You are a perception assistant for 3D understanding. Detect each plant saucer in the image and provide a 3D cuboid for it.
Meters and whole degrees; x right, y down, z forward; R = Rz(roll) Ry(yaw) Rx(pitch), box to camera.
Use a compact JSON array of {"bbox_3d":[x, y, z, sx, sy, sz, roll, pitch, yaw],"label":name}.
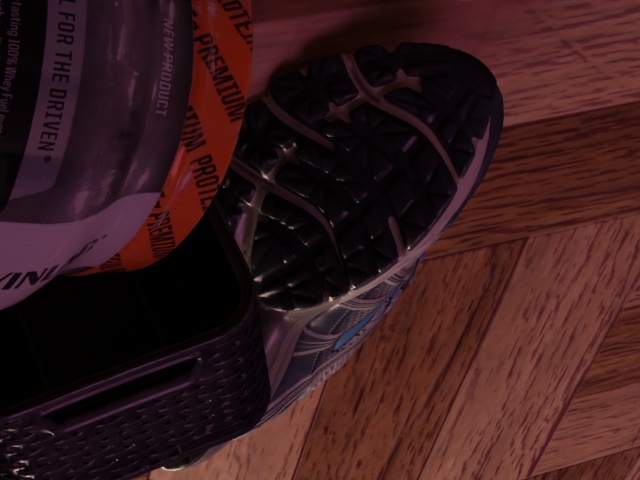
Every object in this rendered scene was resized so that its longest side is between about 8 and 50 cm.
[{"bbox_3d":[-0.136,0.041,0.799,0.168,0.029,0.168,-22,-169,5],"label":"plant saucer"}]

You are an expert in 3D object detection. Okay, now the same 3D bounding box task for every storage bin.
[{"bbox_3d":[-0.106,0.004,0.701,0.122,0.180,0.084,-20,148,-10],"label":"storage bin"}]

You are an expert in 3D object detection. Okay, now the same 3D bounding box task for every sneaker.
[{"bbox_3d":[0.000,0.000,0.874,0.122,0.110,0.283,-14,153,-53],"label":"sneaker"}]

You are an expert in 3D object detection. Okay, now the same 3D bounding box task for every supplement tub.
[{"bbox_3d":[-0.189,-0.071,0.521,0.316,0.193,0.193,4,137,-39],"label":"supplement tub"}]
